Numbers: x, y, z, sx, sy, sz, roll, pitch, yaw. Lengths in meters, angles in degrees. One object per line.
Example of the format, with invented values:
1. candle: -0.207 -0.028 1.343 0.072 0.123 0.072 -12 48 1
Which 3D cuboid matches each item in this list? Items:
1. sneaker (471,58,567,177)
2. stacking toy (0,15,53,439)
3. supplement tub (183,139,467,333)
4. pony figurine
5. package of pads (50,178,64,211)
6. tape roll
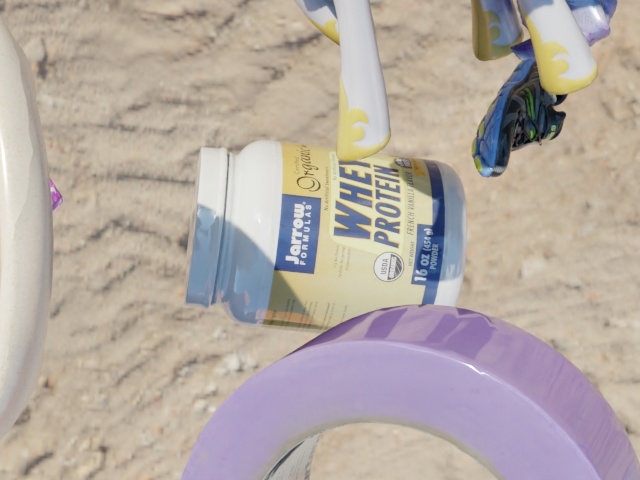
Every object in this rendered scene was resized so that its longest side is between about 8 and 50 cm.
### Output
1. sneaker: 0.213 -0.127 1.181 0.078 0.188 0.067 32 136 5
2. stacking toy: -0.436 -0.003 0.696 0.479 0.351 0.351 -5 143 -36
3. supplement tub: 0.000 0.000 1.379 0.316 0.228 0.228 6 136 -9
4. pony figurine: 0.068 -0.256 0.805 0.351 0.303 0.363 -15 128 26
5. package of pads: -0.356 -0.055 1.374 0.083 0.032 0.050 -9 124 35
6. tape roll: 0.039 0.126 0.478 0.189 0.080 0.189 3 98 20
